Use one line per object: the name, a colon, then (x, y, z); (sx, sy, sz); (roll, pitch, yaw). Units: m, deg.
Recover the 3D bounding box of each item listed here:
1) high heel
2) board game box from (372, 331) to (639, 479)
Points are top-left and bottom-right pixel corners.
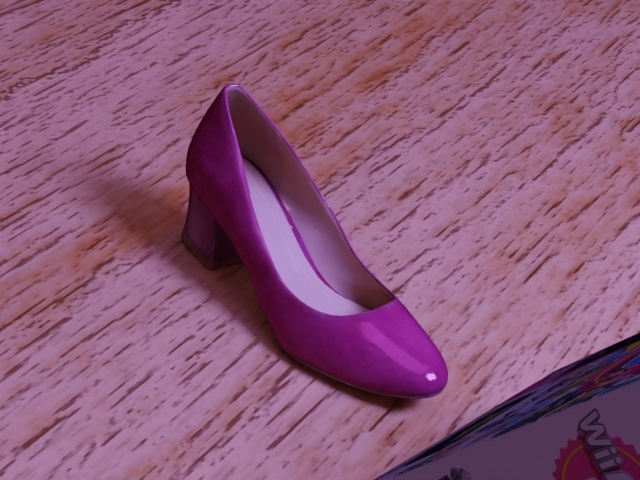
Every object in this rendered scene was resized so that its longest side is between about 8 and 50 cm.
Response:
high heel: (0.000, 0.000, 1.197); (0.082, 0.117, 0.244); (-12, 38, -37)
board game box: (0.190, 0.092, 0.948); (0.224, 0.303, 0.097); (-25, 87, -47)
